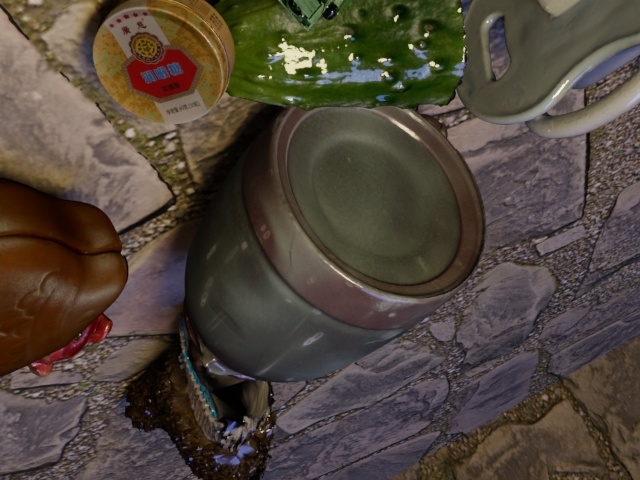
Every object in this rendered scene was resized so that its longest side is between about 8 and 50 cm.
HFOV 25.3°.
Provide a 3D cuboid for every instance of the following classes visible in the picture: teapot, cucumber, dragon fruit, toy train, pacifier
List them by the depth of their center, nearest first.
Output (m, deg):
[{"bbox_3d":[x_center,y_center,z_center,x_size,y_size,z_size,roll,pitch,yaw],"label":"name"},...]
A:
[{"bbox_3d":[-0.014,-0.202,1.064,0.056,0.093,0.038,-27,163,-49],"label":"toy train"},{"bbox_3d":[-0.010,-0.162,1.137,0.244,0.134,0.134,-7,152,-22],"label":"cucumber"},{"bbox_3d":[0.186,-0.218,1.165,0.225,0.238,0.287,30,135,-29],"label":"pacifier"},{"bbox_3d":[0.000,0.000,1.425,0.312,0.233,0.315,-42,-176,47],"label":"teapot"},{"bbox_3d":[-0.270,0.091,1.441,0.126,0.068,0.112,-16,153,-33],"label":"dragon fruit"}]

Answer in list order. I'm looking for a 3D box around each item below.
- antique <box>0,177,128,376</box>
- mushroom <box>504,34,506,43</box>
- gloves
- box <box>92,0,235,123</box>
[{"bbox_3d":[-0.301,0.036,1.183,0.278,0.129,0.223,-15,156,-33],"label":"antique"},{"bbox_3d":[0.261,-0.207,1.398,0.108,0.096,0.247,-25,175,42],"label":"mushroom"},{"bbox_3d":[-0.136,0.206,1.723,0.135,0.210,0.312,-37,156,-22],"label":"gloves"},{"bbox_3d":[-0.117,-0.139,1.065,0.105,0.105,0.037,-47,-165,39],"label":"box"}]
